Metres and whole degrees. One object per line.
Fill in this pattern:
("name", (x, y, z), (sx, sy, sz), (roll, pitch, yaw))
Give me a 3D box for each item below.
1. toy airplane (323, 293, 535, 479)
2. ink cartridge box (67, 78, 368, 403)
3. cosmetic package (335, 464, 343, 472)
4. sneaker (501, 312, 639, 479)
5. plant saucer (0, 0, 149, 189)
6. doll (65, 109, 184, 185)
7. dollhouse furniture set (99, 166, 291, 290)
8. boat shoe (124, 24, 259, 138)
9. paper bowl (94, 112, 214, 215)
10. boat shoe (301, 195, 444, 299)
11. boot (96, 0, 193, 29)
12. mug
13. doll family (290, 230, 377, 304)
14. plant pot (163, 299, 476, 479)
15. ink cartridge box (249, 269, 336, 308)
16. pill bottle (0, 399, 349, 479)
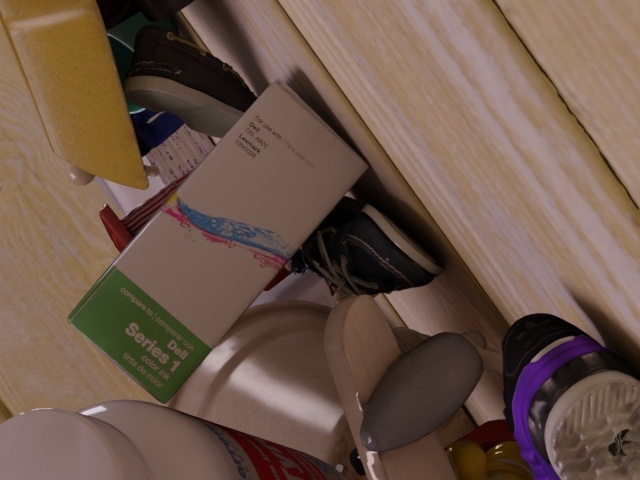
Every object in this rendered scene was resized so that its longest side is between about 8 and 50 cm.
("toy airplane", (0.129, 0.270, 1.534), (0.386, 0.272, 0.384), (42, -143, -51))
("ink cartridge box", (-0.097, 0.004, 1.640), (0.117, 0.278, 0.201), (41, 173, -4))
("cosmetic package", (0.080, 0.325, 2.585), (0.224, 0.138, 0.224), (49, 171, 23))
("sneaker", (0.198, 0.157, 1.291), (0.146, 0.102, 0.293), (51, 169, 48))
("plant saucer", (-0.274, -0.240, 1.723), (0.333, 0.081, 0.332), (83, 164, -63))
("doll", (-0.228, -0.127, 2.216), (0.046, 0.189, 0.129), (45, 169, 47))
("dollhouse furniture set", (-0.106, 0.024, 2.110), (0.152, 0.201, 0.374), (51, 171, 18))
("boat shoe", (-0.108, -0.147, 1.765), (0.228, 0.081, 0.068), (23, -111, -61))
("paper bowl", (-0.256, -0.141, 2.498), (0.284, 0.148, 0.284), (53, 171, 12))
("boat shoe", (0.036, 0.014, 1.627), (0.095, 0.079, 0.254), (47, 175, -18))
("boot", (-0.238, -0.334, 1.708), (0.280, 0.096, 0.264), (57, 172, -17))
("mug", (-0.211, -0.211, 2.017), (0.158, 0.097, 0.129), (40, 141, -17))
("doll family", (0.000, 0.000, 1.873), (0.111, 0.076, 0.193), (55, 169, 22))
("plant pot", (0.026, 0.252, 2.075), (0.334, 0.334, 0.305), (57, 160, -21))
("ink cartridge box", (-0.019, 0.160, 2.345), (0.219, 0.160, 0.092), (58, 173, -27))
("pill bottle", (-0.132, 0.268, 1.602), (0.229, 0.229, 0.408), (49, -169, 31))
